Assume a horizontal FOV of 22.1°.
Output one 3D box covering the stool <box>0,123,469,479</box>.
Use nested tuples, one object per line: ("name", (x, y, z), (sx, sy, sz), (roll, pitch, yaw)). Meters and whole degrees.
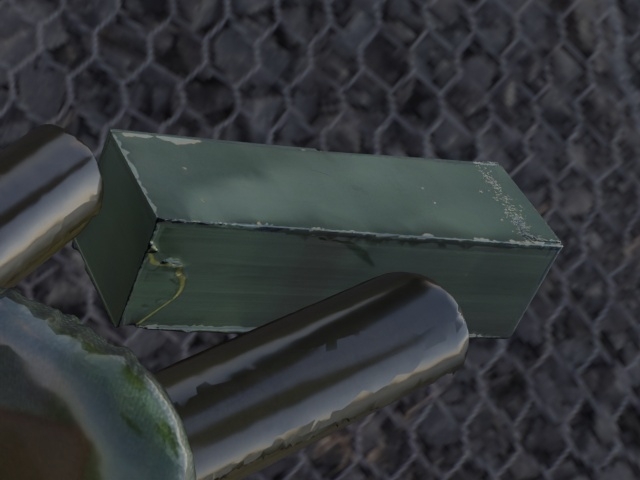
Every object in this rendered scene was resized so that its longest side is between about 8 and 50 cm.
("stool", (-0.130, 0.123, 0.722), (0.310, 0.310, 0.226), (21, 23, 30))

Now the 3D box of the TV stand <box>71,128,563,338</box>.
("TV stand", (0.000, 0.000, 0.955), (0.270, 0.082, 0.088), (4, 37, -32))
